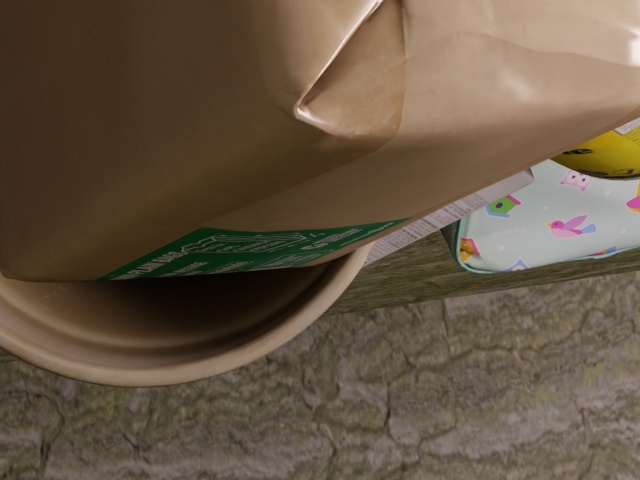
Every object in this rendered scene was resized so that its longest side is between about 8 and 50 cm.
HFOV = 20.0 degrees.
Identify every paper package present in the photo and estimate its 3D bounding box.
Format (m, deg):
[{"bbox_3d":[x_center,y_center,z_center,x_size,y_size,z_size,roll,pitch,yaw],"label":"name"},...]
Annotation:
[{"bbox_3d":[-0.023,-0.154,0.715,0.168,0.309,0.325,-2,170,-26],"label":"paper package"}]

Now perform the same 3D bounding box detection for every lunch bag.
[{"bbox_3d":[0.234,-0.096,1.572,0.279,0.108,0.224,-11,131,-14],"label":"lunch bag"}]

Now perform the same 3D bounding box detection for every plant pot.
[{"bbox_3d":[-0.102,-0.086,1.200,0.323,0.323,0.280,-7,-174,4],"label":"plant pot"}]

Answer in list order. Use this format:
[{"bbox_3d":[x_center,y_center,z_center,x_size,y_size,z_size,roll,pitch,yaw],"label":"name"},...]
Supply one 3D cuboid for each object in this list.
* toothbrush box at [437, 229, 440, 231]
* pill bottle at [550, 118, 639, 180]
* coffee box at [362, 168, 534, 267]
[{"bbox_3d":[0.049,-0.081,1.739,0.295,0.126,0.216,-3,169,-16],"label":"toothbrush box"},{"bbox_3d":[0.166,-0.152,1.217,0.188,0.188,0.334,-11,169,23],"label":"pill bottle"},{"bbox_3d":[0.018,-0.063,1.382,0.246,0.141,0.098,-26,154,19],"label":"coffee box"}]
